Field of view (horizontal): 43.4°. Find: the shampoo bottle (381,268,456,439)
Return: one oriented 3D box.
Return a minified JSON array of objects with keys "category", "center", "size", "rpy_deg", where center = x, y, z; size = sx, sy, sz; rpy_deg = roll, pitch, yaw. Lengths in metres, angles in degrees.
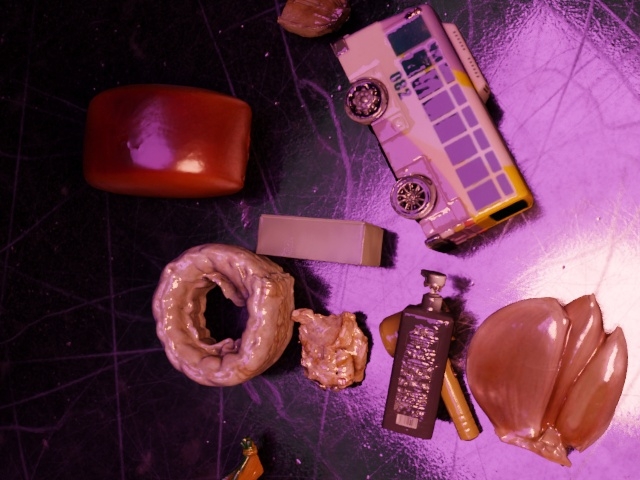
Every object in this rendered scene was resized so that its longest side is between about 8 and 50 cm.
[{"category":"shampoo bottle","center":[0.189,0.209,1.492],"size":[0.098,0.071,0.309],"rpy_deg":[12,101,16]}]

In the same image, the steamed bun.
[{"category":"steamed bun","center":[-0.344,-0.211,1.716],"size":[0.379,0.248,0.235],"rpy_deg":[3,86,22]}]

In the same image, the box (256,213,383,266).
[{"category":"box","center":[0.000,0.000,1.634],"size":[0.225,0.129,0.086],"rpy_deg":[5,88,20]}]

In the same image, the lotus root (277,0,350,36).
[{"category":"lotus root","center":[-0.002,-0.488,1.706],"size":[0.144,0.070,0.143],"rpy_deg":[34,92,23]}]

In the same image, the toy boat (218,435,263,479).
[{"category":"toy boat","center":[-0.204,0.505,1.692],"size":[0.229,0.089,0.088],"rpy_deg":[-44,87,16]}]

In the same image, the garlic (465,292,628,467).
[{"category":"garlic","center":[0.404,0.237,1.465],"size":[0.279,0.132,0.325],"rpy_deg":[15,93,20]}]

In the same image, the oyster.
[{"category":"oyster","center":[0.014,0.212,1.625],"size":[0.191,0.081,0.163],"rpy_deg":[31,84,8]}]

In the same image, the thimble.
[{"category":"thimble","center":[-0.189,0.145,1.660],"size":[0.292,0.195,0.291],"rpy_deg":[-1,87,16]}]

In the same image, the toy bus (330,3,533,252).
[{"category":"toy bus","center":[0.214,-0.220,1.529],"size":[0.249,0.209,0.439],"rpy_deg":[-28,77,15]}]

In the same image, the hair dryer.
[{"category":"hair dryer","center":[0.225,0.259,1.562],"size":[0.135,0.090,0.278],"rpy_deg":[-24,84,17]}]
